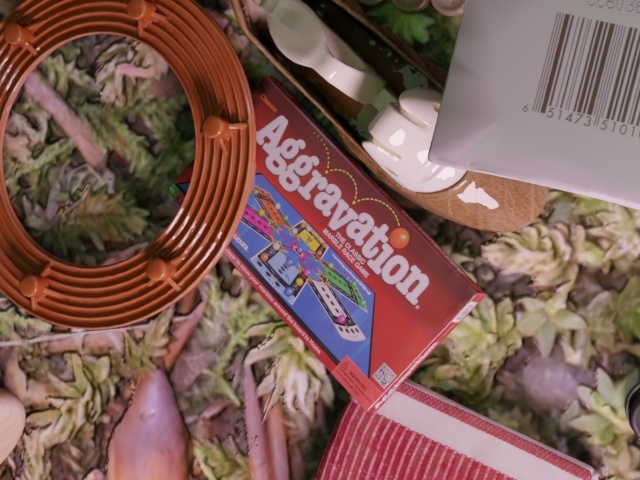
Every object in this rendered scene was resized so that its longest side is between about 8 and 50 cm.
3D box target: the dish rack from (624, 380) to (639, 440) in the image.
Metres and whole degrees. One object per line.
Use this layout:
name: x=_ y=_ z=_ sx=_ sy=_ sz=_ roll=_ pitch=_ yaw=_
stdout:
dish rack: x=0.387 y=0.186 z=1.245 sx=0.208 sy=0.074 sz=0.271 roll=-37 pitch=80 yaw=18

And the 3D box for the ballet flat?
ballet flat: x=0.044 y=-0.129 z=1.340 sx=0.342 sy=0.124 sz=0.116 roll=46 pitch=106 yaw=14

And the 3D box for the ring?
ring: x=-0.214 y=-0.085 z=1.468 sx=0.336 sy=0.032 sz=0.336 roll=-1 pitch=87 yaw=26

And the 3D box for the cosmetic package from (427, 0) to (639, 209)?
cosmetic package: x=0.241 y=-0.096 z=1.131 sx=0.217 sy=0.385 sz=0.156 roll=16 pitch=94 yaw=22

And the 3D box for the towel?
towel: x=0.079 y=0.300 z=1.377 sx=0.237 sy=0.037 sz=0.329 roll=24 pitch=96 yaw=21

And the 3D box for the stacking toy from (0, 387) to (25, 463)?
stacking toy: x=-0.430 y=0.092 z=1.523 sx=0.330 sy=0.141 sz=0.141 roll=46 pitch=105 yaw=21

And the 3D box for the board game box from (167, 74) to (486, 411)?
board game box: x=0.000 y=0.000 z=1.395 sx=0.145 sy=0.027 sz=0.281 roll=-48 pitch=70 yaw=13

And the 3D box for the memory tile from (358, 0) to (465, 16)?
memory tile: x=0.103 y=-0.252 z=1.378 sx=0.148 sy=0.012 sz=0.113 roll=10 pitch=93 yaw=19
